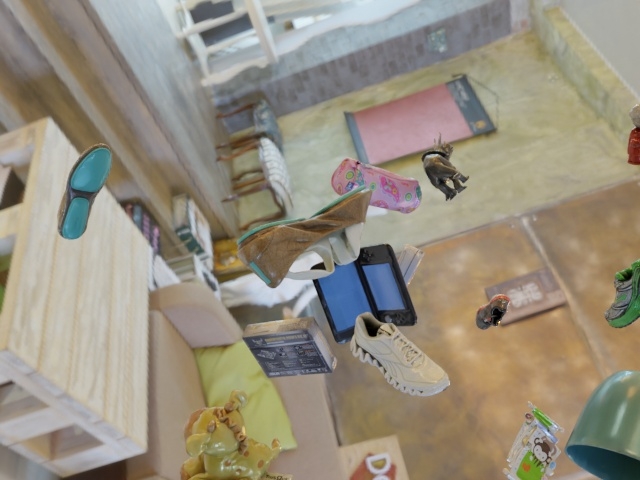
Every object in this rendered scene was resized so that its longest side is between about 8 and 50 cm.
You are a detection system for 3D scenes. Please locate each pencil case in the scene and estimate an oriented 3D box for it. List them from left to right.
[{"bbox_3d":[0.171,-0.162,1.847,0.284,0.124,0.124,13,46,-34],"label":"pencil case"}]

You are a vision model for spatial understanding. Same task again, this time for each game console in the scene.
[{"bbox_3d":[0.141,0.181,2.038,0.250,0.173,0.293,-10,-76,50],"label":"game console"}]

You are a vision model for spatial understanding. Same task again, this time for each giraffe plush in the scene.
[{"bbox_3d":[-0.172,0.357,1.061,0.181,0.210,0.171,-79,151,-58],"label":"giraffe plush"}]

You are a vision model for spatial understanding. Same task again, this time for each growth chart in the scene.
[{"bbox_3d":[0.616,0.607,1.777,0.172,0.237,0.021,33,-19,-12],"label":"growth chart"}]

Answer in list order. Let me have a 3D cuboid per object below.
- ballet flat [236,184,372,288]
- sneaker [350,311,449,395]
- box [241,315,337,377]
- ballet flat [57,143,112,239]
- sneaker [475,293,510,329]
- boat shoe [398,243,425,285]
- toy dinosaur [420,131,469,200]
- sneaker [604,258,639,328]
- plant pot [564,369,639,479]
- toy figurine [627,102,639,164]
[{"bbox_3d":[0.000,0.000,1.114,0.342,0.116,0.124,-25,84,-48],"label":"ballet flat"},{"bbox_3d":[0.187,0.277,1.521,0.292,0.110,0.118,27,-50,38],"label":"sneaker"},{"bbox_3d":[-0.091,0.318,1.825,0.183,0.230,0.056,63,30,-28],"label":"box"},{"bbox_3d":[-0.459,-0.101,1.184,0.073,0.206,0.067,16,20,-42],"label":"ballet flat"},{"bbox_3d":[0.471,0.212,1.717,0.158,0.061,0.065,107,0,-50],"label":"sneaker"},{"bbox_3d":[0.268,0.138,2.186,0.088,0.268,0.096,31,17,14],"label":"boat shoe"},{"bbox_3d":[0.352,-0.201,1.817,0.160,0.121,0.313,43,24,0],"label":"toy dinosaur"},{"bbox_3d":[1.013,0.165,2.006,0.146,0.134,0.344,49,-25,24],"label":"sneaker"},{"bbox_3d":[0.784,0.465,1.525,0.235,0.292,0.293,-60,151,-24],"label":"plant pot"},{"bbox_3d":[0.814,-0.231,1.381,0.210,0.212,0.148,-94,177,-63],"label":"toy figurine"}]
